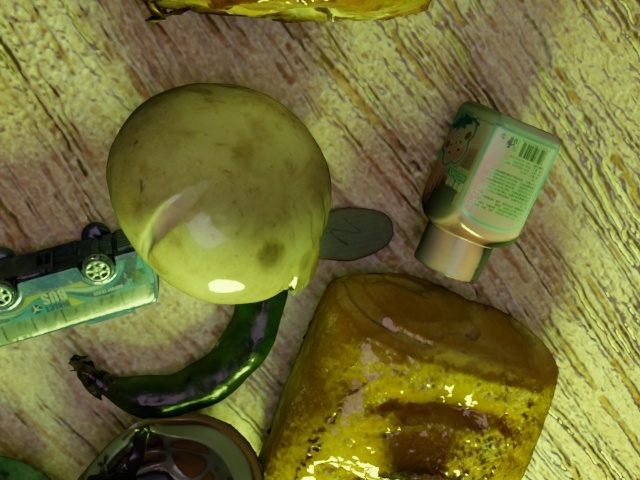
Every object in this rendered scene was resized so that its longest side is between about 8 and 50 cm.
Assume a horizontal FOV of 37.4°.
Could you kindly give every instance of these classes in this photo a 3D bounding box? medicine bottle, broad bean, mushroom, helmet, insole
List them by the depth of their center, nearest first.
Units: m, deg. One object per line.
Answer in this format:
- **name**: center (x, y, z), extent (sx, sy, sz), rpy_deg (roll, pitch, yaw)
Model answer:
- **mushroom**: center (-0.101, -0.044, 0.981), extent (0.255, 0.255, 0.184), rpy_deg (40, 131, -18)
- **medicine bottle**: center (0.178, -0.052, 1.069), extent (0.094, 0.119, 0.188), rpy_deg (19, 102, -19)
- **helmet**: center (-0.180, 0.312, 1.091), extent (0.224, 0.130, 0.198), rpy_deg (-31, 76, -28)
- **insole**: center (0.000, 0.000, 1.092), extent (0.188, 0.004, 0.064), rpy_deg (-13, 95, -19)
- **broad bean**: center (-0.138, 0.121, 1.103), extent (0.292, 0.049, 0.144), rpy_deg (-32, 106, 2)

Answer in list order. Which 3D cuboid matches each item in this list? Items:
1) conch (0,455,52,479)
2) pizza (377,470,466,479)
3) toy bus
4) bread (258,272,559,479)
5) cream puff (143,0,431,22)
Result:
- **conch**: center (-0.370, 0.339, 1.091), extent (0.176, 0.122, 0.188), rpy_deg (13, 101, 2)
- **pizza**: center (0.104, 0.295, 1.066), extent (0.100, 0.029, 0.099), rpy_deg (5, 120, -10)
- **toy bus**: center (-0.292, 0.050, 1.045), extent (0.236, 0.079, 0.094), rpy_deg (-15, 125, -5)
- **bread**: center (0.114, 0.224, 1.126), extent (0.328, 0.148, 0.337), rpy_deg (21, 103, -15)
- **cream puff**: center (-0.021, -0.311, 0.861), extent (0.350, 0.350, 0.228), rpy_deg (0, 100, -10)
